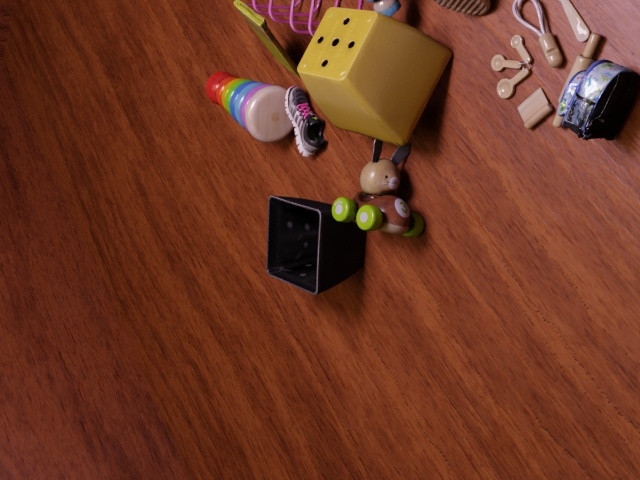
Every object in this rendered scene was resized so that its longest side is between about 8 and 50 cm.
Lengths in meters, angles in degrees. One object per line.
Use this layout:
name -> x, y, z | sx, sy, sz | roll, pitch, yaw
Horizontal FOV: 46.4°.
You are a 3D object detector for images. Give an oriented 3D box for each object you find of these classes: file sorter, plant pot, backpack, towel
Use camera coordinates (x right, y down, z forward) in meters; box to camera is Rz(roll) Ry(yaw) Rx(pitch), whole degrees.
file sorter -> -0.022, -0.551, 1.594 | 0.291, 0.202, 0.182 | 37, 127, 41
plant pot -> 0.000, 0.000, 1.694 | 0.187, 0.167, 0.188 | 19, 111, 48
backpack -> 0.432, -0.224, 1.168 | 0.084, 0.105, 0.114 | 44, 126, 37
plant pot -> 0.085, -0.336, 1.448 | 0.212, 0.187, 0.212 | 25, 87, 47
towel -> -0.117, -0.462, 1.718 | 0.021, 0.237, 0.102 | -46, 64, 2

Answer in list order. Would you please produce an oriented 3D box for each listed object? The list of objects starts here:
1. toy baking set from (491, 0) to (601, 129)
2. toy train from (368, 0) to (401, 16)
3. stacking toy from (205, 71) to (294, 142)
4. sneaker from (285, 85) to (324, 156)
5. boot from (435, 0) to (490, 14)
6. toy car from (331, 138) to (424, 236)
toy baking set -> 0.380, -0.320, 1.274 | 0.197, 0.030, 0.256 | 46, 129, 36
toy train -> 0.162, -0.553, 1.440 | 0.105, 0.248, 0.143 | 27, 158, 55
stacking toy -> -0.196, -0.356, 1.912 | 0.330, 0.141, 0.141 | 34, 122, 50
sneaker -> -0.030, -0.286, 1.762 | 0.075, 0.063, 0.170 | -13, 92, 51
boot -> 0.231, -0.546, 1.343 | 0.207, 0.248, 0.090 | -66, 17, -14
toy car -> 0.134, -0.114, 1.536 | 0.149, 0.155, 0.188 | 21, 100, 47
